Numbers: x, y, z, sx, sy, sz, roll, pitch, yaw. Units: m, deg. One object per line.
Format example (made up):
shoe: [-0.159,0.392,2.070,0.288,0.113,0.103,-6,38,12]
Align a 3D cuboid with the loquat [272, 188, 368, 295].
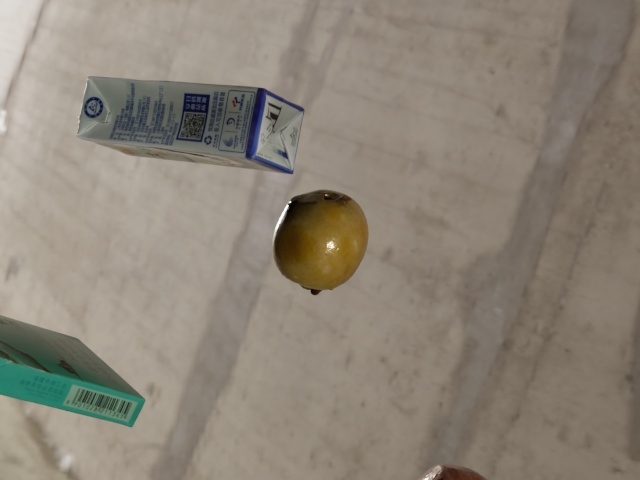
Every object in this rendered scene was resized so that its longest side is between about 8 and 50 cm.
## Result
loquat: [0.000,0.000,1.779,0.163,0.137,0.163,-165,-90,-82]

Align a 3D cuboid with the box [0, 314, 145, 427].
box: [-0.306,0.117,1.238,0.161,0.226,0.042,28,-87,48]

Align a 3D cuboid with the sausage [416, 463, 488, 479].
sausage: [0.169,0.398,1.669,0.148,0.148,0.254,-111,-154,-43]

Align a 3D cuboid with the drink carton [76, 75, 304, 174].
drink carton: [-0.192,-0.173,1.806,0.315,0.130,0.106,8,-96,28]
